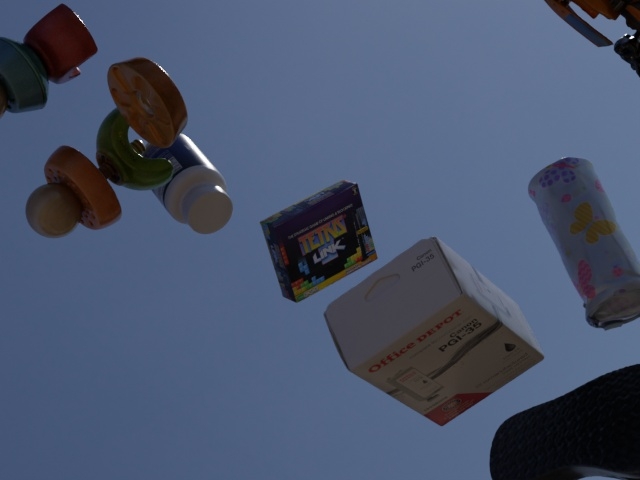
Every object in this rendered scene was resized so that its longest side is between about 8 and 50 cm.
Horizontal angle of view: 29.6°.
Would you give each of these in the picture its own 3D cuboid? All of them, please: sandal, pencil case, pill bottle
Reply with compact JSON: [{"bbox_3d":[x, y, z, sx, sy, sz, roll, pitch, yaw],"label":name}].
[{"bbox_3d":[0.427,0.290,1.800,0.107,0.167,0.446,23,-26,-24],"label":"sandal"},{"bbox_3d":[0.417,0.003,1.872,0.114,0.273,0.124,-19,-29,1],"label":"pencil case"},{"bbox_3d":[-0.193,-0.081,1.758,0.094,0.169,0.094,-17,-51,-22],"label":"pill bottle"}]

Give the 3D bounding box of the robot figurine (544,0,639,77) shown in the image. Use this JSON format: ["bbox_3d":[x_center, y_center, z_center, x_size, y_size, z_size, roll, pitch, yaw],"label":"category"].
[{"bbox_3d":[0.295,-0.224,1.032,0.085,0.291,0.211,-49,-3,-42],"label":"robot figurine"}]

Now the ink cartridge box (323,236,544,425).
[{"bbox_3d":[0.169,0.141,1.781,0.207,0.117,0.283,-36,-39,16],"label":"ink cartridge box"}]

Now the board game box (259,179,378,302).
[{"bbox_3d":[0.000,0.000,1.959,0.170,0.048,0.141,-29,-63,-25],"label":"board game box"}]

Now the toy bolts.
[{"bbox_3d":[-0.272,-0.127,1.267,0.158,0.228,0.218,-40,1,-27],"label":"toy bolts"}]
